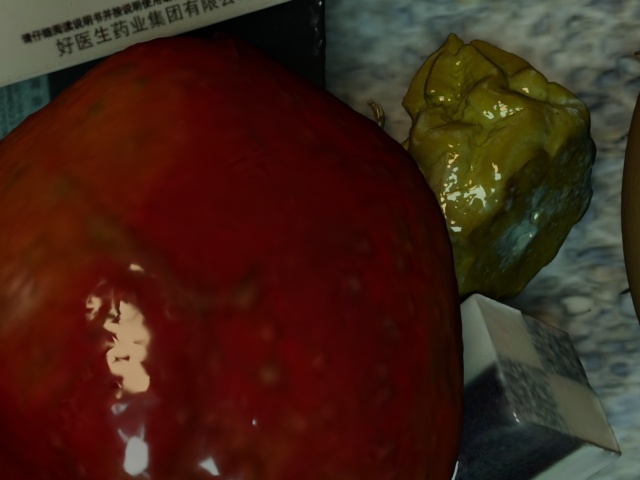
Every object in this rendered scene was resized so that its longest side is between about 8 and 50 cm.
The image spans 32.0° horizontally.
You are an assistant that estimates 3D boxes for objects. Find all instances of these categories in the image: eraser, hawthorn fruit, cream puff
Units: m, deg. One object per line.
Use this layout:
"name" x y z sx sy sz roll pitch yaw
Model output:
"eraser" 0.001 0.194 0.720 0.096 0.098 0.404 23 127 -35
"hawthorn fruit" -0.054 0.063 0.540 0.265 0.307 0.265 -5 130 -6
"cream puff" 0.087 -0.041 0.658 0.116 0.146 0.146 42 116 31

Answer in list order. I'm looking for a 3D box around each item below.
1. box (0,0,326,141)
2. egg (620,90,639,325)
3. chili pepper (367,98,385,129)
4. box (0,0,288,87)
"box" -0.104 -0.200 0.622 0.211 0.058 0.350 -7 108 -13
"egg" 0.277 -0.019 0.557 0.250 0.250 0.323 11 118 6
"chili pepper" 0.001 0.001 0.715 0.050 0.059 0.191 24 110 -8
"box" -0.078 -0.216 0.562 0.353 0.069 0.214 -20 111 -12
